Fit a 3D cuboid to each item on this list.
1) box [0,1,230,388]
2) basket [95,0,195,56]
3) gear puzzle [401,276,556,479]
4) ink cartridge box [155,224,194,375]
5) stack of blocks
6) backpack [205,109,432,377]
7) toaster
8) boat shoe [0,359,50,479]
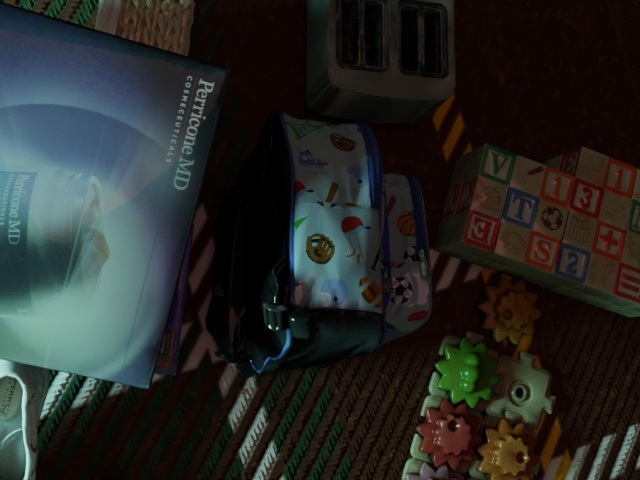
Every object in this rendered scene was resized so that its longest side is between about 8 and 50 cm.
[{"bbox_3d":[-0.262,-0.051,0.749,0.294,0.183,0.296,14,93,-13],"label":"box"},{"bbox_3d":[-0.206,-0.196,0.913,0.103,0.113,0.167,9,81,-16],"label":"basket"},{"bbox_3d":[0.215,0.208,1.006,0.175,0.044,0.339,21,77,-12],"label":"gear puzzle"},{"bbox_3d":[-0.298,0.044,0.881,0.311,0.065,0.186,9,80,-16],"label":"ink cartridge box"},{"bbox_3d":[0.313,-0.027,1.045,0.297,0.087,0.171,18,78,-12],"label":"stack of blocks"},{"bbox_3d":[0.000,0.000,0.874,0.213,0.276,0.264,-2,76,-21],"label":"backpack"},{"bbox_3d":[0.068,-0.229,0.995,0.168,0.110,0.186,3,81,-14],"label":"toaster"},{"bbox_3d":[-0.332,0.243,0.799,0.098,0.096,0.277,9,96,-14],"label":"boat shoe"}]
